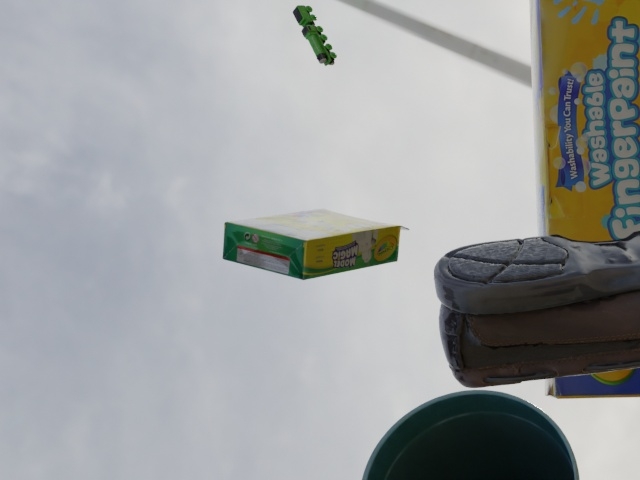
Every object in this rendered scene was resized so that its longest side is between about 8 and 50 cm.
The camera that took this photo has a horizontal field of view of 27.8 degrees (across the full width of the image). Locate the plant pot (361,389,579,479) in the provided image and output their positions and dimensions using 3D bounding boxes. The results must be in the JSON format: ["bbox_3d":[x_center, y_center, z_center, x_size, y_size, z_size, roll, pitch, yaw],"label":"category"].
[{"bbox_3d":[0.215,0.369,1.647,0.271,0.272,0.255,-49,-38,-15],"label":"plant pot"}]

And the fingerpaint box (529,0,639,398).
[{"bbox_3d":[0.407,-0.064,1.316,0.163,0.371,0.444,45,-137,-80],"label":"fingerpaint box"}]

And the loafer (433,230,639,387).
[{"bbox_3d":[0.231,0.048,0.891,0.109,0.303,0.095,-83,-10,-67],"label":"loafer"}]

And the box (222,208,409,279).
[{"bbox_3d":[0.000,0.000,1.274,0.179,0.105,0.043,-12,-70,-51],"label":"box"}]

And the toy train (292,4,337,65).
[{"bbox_3d":[-0.007,-0.232,1.461,0.024,0.083,0.017,-8,-27,-39],"label":"toy train"}]
